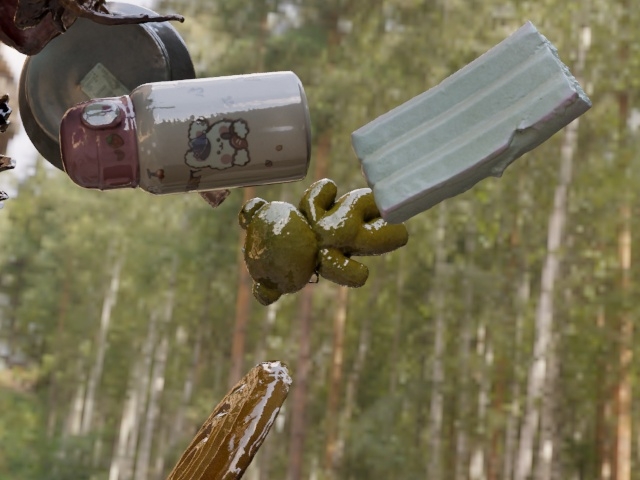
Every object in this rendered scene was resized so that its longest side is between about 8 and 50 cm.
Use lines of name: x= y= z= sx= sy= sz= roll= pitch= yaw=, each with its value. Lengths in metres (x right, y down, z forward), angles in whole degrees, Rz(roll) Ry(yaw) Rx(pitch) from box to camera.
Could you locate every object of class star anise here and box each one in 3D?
star anise: x=-0.214 y=-0.227 z=1.438 sx=0.191 sy=0.097 sz=0.070 roll=9 pitch=12 yaw=1

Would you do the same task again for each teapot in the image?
teapot: x=-0.312 y=-0.211 z=2.723 sx=0.376 sy=0.305 sz=0.362 roll=44 pitch=1 yaw=10

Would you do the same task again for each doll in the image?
doll: x=0.000 y=0.000 z=1.857 sx=0.209 sy=0.137 sz=0.097 roll=-11 pitch=-11 yaw=-26

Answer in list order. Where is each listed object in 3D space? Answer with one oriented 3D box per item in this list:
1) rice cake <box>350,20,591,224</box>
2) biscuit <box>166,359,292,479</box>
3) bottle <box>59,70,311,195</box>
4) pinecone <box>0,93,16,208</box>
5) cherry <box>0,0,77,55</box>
rice cake: x=0.147 y=-0.115 z=1.591 sx=0.237 sy=0.127 sz=0.043 roll=-30 pitch=-35 yaw=7
biscuit: x=-0.109 y=0.212 z=1.419 sx=0.037 sy=0.262 sz=0.262 roll=36 pitch=-24 yaw=-5
bottle: x=-0.131 y=-0.099 z=1.508 sx=0.233 sy=0.110 sz=0.110 roll=-6 pitch=-16 yaw=-13
pinecone: x=-0.502 y=-0.129 z=1.871 sx=0.298 sy=0.296 sz=0.242 roll=-3 pitch=-4 yaw=-29
cherry: x=-0.388 y=-0.380 z=2.024 sx=0.230 sy=0.300 sz=0.203 roll=-10 pitch=-5 yaw=21
